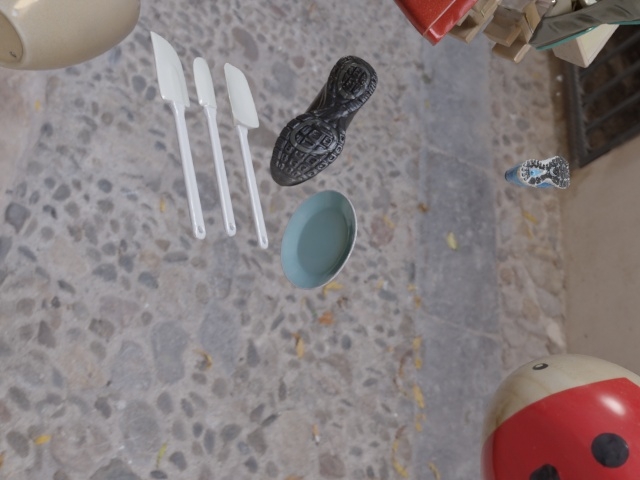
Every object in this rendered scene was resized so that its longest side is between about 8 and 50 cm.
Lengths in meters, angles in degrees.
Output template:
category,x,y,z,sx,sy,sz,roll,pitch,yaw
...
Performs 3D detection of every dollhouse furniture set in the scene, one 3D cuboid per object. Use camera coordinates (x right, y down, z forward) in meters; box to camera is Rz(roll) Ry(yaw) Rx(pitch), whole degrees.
category,x,y,z,sx,sy,sz,roll,pitch,yaw
dollhouse furniture set,0.381,-0.525,1.346,0.394,0.256,0.362,37,-1,37

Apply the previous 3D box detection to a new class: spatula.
category,x,y,z,sx,sy,sz,roll,pitch,yaw
spatula,-0.116,-0.109,0.847,0.168,0.019,0.242,13,60,-60

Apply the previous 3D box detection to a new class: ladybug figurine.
category,x,y,z,sx,sy,sz,roll,pitch,yaw
ladybug figurine,0.338,0.337,0.901,0.162,0.305,0.449,19,34,-40

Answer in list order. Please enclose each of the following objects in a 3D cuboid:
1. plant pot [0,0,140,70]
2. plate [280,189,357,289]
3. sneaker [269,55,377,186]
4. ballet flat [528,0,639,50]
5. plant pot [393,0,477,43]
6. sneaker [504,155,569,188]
category,x,y,z,sx,sy,sz,roll,pitch,yaw
plant pot,-0.453,-0.375,1.136,0.284,0.284,0.191,38,53,-12
plate,0.000,0.000,1.317,0.024,0.188,0.188,22,54,-42
sneaker,0.003,-0.202,1.348,0.109,0.130,0.286,38,69,-2
ballet flat,0.282,-0.244,0.741,0.072,0.213,0.068,-32,106,-17
plant pot,0.162,-0.457,1.018,0.236,0.267,0.267,45,17,1
sneaker,0.432,-0.134,1.463,0.162,0.073,0.063,1,87,-34
